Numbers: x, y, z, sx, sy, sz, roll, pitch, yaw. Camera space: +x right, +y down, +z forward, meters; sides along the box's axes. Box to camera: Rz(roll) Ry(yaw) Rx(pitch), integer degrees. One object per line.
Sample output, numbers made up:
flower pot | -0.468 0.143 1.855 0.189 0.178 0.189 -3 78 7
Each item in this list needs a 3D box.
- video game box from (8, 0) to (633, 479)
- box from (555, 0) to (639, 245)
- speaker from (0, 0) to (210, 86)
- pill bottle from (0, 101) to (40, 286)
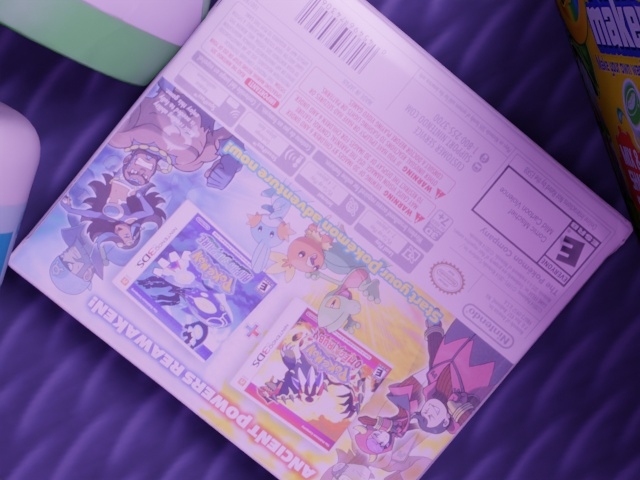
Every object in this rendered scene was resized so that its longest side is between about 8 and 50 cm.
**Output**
video game box | 0.000 0.000 0.740 0.205 0.048 0.187 40 93 -7
box | 0.226 -0.023 0.624 0.177 0.290 0.279 -20 98 1
speaker | -0.050 -0.216 0.667 0.131 0.131 0.296 28 96 -6
pill bottle | -0.219 0.055 0.688 0.146 0.146 0.264 18 97 -5
